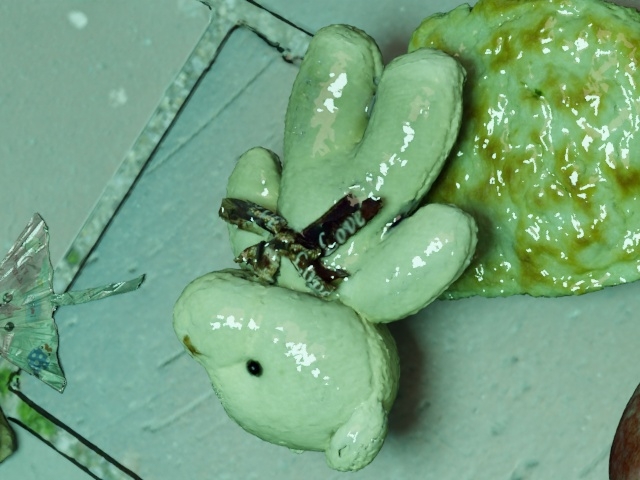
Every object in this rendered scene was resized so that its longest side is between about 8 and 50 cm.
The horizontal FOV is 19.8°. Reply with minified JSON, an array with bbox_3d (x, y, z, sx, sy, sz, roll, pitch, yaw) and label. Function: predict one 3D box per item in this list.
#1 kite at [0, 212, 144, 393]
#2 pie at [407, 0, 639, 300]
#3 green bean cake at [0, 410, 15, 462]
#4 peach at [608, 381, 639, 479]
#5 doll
[{"bbox_3d":[-0.199,0.045,1.340,0.157,0.011,0.139,-13,76,17],"label":"kite"},{"bbox_3d":[0.134,-0.064,1.194,0.248,0.090,0.201,-3,92,31],"label":"pie"},{"bbox_3d":[-0.321,0.149,1.316,0.179,0.085,0.109,-33,70,8],"label":"green bean cake"},{"bbox_3d":[0.241,0.136,1.093,0.152,0.152,0.152,-5,76,18],"label":"peach"},{"bbox_3d":[-0.004,-0.001,1.172,0.149,0.175,0.278,15,93,-22],"label":"doll"}]
